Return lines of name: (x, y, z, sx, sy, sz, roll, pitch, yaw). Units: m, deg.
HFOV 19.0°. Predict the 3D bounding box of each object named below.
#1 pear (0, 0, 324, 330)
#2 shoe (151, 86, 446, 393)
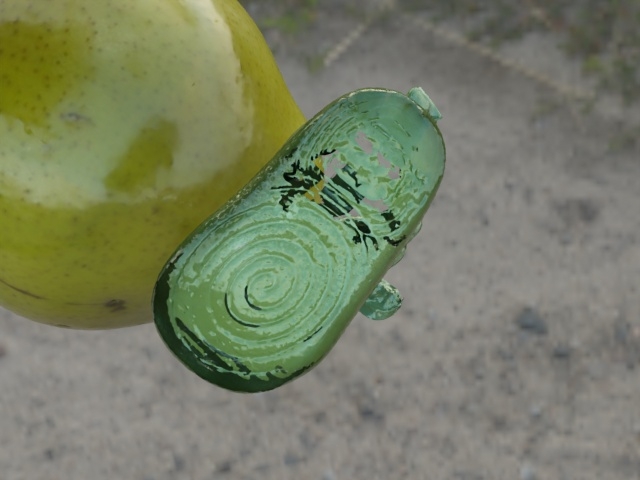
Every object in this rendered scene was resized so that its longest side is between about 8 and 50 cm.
pear: (-0.199, -0.094, 1.786, 0.418, 0.362, 0.362, 30, 45, -14)
shoe: (-0.001, 0.002, 1.395, 0.140, 0.262, 0.128, 42, 16, 10)
